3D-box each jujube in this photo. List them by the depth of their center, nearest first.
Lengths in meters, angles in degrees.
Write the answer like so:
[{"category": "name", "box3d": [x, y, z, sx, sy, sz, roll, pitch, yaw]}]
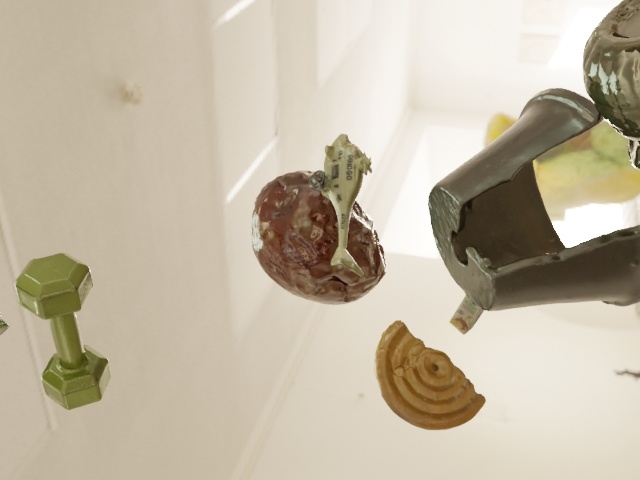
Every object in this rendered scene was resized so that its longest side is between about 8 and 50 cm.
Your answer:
[{"category": "jujube", "box3d": [0.000, 0.001, 1.842, 0.377, 0.276, 0.277, 25, -108, -53]}]

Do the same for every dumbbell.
[{"category": "dumbbell", "box3d": [-0.440, 0.162, 1.401, 0.108, 0.121, 0.302, -39, -35, -39]}]

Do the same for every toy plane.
[{"category": "toy plane", "box3d": [0.043, -0.071, 1.438, 0.092, 0.108, 0.287, 34, -129, -43]}]

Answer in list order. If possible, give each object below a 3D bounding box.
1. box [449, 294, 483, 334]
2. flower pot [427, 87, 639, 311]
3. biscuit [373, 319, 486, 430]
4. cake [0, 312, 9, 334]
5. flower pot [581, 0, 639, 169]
[{"category": "box", "box3d": [0.363, 0.134, 1.865, 0.041, 0.050, 0.207, -29, -27, -41]}, {"category": "flower pot", "box3d": [0.331, -0.027, 1.319, 0.379, 0.251, 0.379, 157, 90, -81]}, {"category": "biscuit", "box3d": [0.181, 0.258, 1.468, 0.144, 0.224, 0.033, -43, -9, -18]}, {"category": "cake", "box3d": [-0.749, 0.109, 1.647, 0.235, 0.100, 0.099, 55, -161, 11]}, {"category": "flower pot", "box3d": [0.499, -0.232, 1.049, 0.213, 0.301, 0.302, 56, -148, -23]}]
